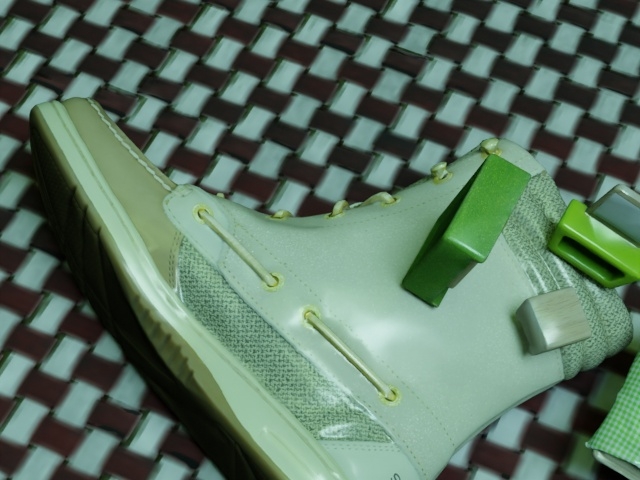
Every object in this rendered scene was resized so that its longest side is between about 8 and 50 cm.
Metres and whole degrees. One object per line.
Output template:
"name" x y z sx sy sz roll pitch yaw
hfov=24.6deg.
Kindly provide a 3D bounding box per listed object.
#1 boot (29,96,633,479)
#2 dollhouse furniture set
"boot" 0.000 0.000 0.573 0.165 0.077 0.213 -32 69 -20
"dollhouse furniture set" 0.107 0.031 0.508 0.151 0.058 0.076 33 67 -1
